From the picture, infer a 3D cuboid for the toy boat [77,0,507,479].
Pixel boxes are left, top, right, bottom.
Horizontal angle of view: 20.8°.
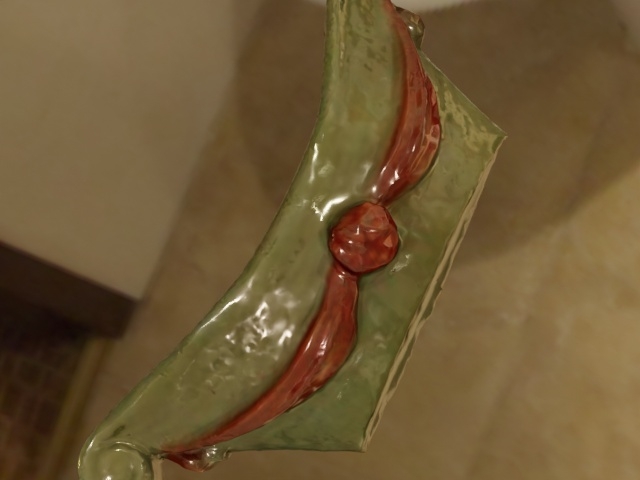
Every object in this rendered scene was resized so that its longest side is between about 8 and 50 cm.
[{"bbox_3d":[0.001,0.001,0.493,0.071,0.089,0.185,24,83,8],"label":"toy boat"}]
